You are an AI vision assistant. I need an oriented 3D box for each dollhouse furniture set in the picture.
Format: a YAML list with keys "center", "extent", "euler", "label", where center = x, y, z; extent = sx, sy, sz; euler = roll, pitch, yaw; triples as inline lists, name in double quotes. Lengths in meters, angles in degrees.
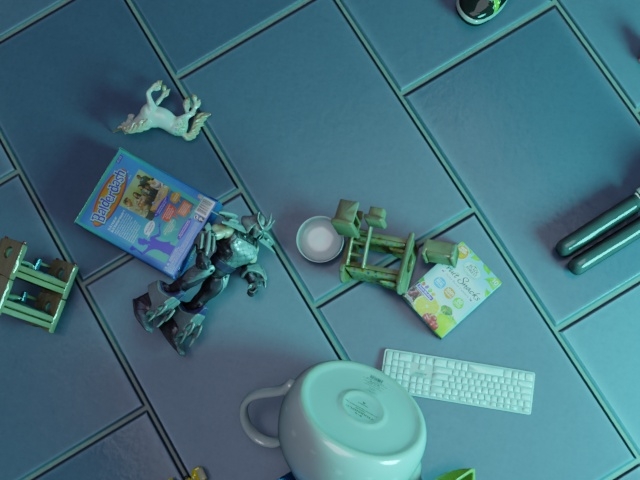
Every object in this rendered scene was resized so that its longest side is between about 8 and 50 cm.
- center: [-0.549, 0.066, 1.662]
  extent: [0.184, 0.129, 0.129]
  euler: [12, 78, 37]
  label: "dollhouse furniture set"
- center: [0.119, 0.021, 1.555]
  extent: [0.182, 0.161, 0.101]
  euler: [10, 71, 20]
  label: "dollhouse furniture set"

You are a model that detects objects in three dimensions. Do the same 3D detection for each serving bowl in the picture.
- center: [0.000, 0.000, 1.661]
  extent: [0.083, 0.027, 0.083]
  euler: [-1, 79, 4]
  label: "serving bowl"

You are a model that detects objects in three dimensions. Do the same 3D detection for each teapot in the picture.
- center: [0.031, 0.327, 1.514]
  extent: [0.253, 0.187, 0.256]
  euler: [0, 40, -32]
  label: "teapot"

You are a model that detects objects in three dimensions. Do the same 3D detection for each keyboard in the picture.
- center: [0.231, 0.238, 1.602]
  extent: [0.256, 0.014, 0.072]
  euler: [9, 80, 6]
  label: "keyboard"

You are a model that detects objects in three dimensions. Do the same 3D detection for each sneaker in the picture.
- center: [0.327, -0.492, 1.698]
  extent: [0.084, 0.097, 0.234]
  euler: [39, 84, 11]
  label: "sneaker"

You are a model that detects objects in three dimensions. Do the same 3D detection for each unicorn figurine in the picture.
- center: [-0.291, -0.227, 1.713]
  extent: [0.162, 0.060, 0.111]
  euler: [21, 80, 8]
  label: "unicorn figurine"

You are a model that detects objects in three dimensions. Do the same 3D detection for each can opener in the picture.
- center: [0.533, -0.045, 1.593]
  extent: [0.283, 0.095, 0.076]
  euler: [-32, 77, -3]
  label: "can opener"

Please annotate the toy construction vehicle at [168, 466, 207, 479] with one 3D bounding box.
- center: [-0.224, 0.434, 1.592]
  extent: [0.098, 0.035, 0.086]
  euler: [-34, 67, -5]
  label: "toy construction vehicle"

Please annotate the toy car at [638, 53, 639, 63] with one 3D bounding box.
- center: [0.592, -0.290, 1.661]
  extent: [0.040, 0.060, 0.122]
  euler: [-27, 68, 31]
  label: "toy car"

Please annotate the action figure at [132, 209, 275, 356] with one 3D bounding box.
- center: [-0.179, 0.056, 1.603]
  extent: [0.285, 0.185, 0.099]
  euler: [-45, 43, 9]
  label: "action figure"

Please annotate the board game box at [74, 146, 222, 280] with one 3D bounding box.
- center: [-0.305, -0.047, 1.684]
  extent: [0.210, 0.047, 0.160]
  euler: [29, 83, 9]
  label: "board game box"

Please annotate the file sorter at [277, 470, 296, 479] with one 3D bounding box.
- center: [-0.039, 0.448, 1.503]
  extent: [0.118, 0.170, 0.104]
  euler: [37, 86, 10]
  label: "file sorter"

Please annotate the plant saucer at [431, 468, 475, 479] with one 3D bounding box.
- center: [0.156, 0.453, 1.475]
  extent: [0.188, 0.188, 0.045]
  euler: [-24, 37, -30]
  label: "plant saucer"

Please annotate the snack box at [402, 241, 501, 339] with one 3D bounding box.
- center: [0.224, 0.086, 1.621]
  extent: [0.141, 0.037, 0.100]
  euler: [-41, 79, -4]
  label: "snack box"
